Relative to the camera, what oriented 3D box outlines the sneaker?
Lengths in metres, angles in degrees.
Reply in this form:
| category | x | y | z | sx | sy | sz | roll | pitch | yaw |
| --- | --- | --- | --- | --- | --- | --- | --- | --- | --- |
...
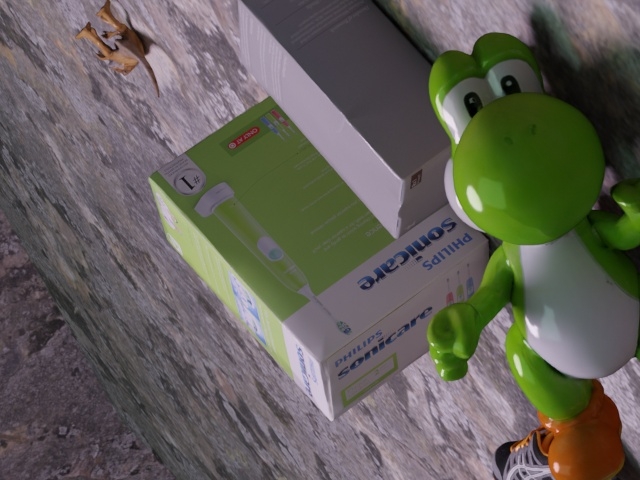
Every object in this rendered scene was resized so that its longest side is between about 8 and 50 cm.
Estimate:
| category | x | y | z | sx | sy | sz | roll | pitch | yaw |
| --- | --- | --- | --- | --- | --- | --- | --- | --- | --- |
| sneaker | 0.232 | 0.217 | 1.934 | 0.215 | 0.084 | 0.083 | 3 | 113 | 66 |

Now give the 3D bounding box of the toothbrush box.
| category | x | y | z | sx | sy | sz | roll | pitch | yaw |
| --- | --- | --- | --- | --- | --- | --- | --- | --- | --- |
| toothbrush box | 0.000 | 0.000 | 1.904 | 0.283 | 0.206 | 0.122 | 45 | 161 | 30 |

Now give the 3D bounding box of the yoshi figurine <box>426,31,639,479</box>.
| category | x | y | z | sx | sy | sz | roll | pitch | yaw |
| --- | --- | --- | --- | --- | --- | --- | --- | --- | --- |
| yoshi figurine | 0.184 | 0.021 | 1.476 | 0.203 | 0.203 | 0.362 | -1 | 122 | 53 |

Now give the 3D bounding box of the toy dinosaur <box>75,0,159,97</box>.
| category | x | y | z | sx | sy | sz | roll | pitch | yaw |
| --- | --- | --- | --- | --- | --- | --- | --- | --- | --- |
| toy dinosaur | -0.240 | -0.240 | 2.421 | 0.112 | 0.064 | 0.211 | 40 | 178 | -14 |

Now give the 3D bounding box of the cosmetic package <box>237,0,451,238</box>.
| category | x | y | z | sx | sy | sz | roll | pitch | yaw |
| --- | --- | --- | --- | --- | --- | --- | --- | --- | --- |
| cosmetic package | 0.033 | -0.132 | 1.732 | 0.238 | 0.107 | 0.127 | 47 | 163 | 16 |
